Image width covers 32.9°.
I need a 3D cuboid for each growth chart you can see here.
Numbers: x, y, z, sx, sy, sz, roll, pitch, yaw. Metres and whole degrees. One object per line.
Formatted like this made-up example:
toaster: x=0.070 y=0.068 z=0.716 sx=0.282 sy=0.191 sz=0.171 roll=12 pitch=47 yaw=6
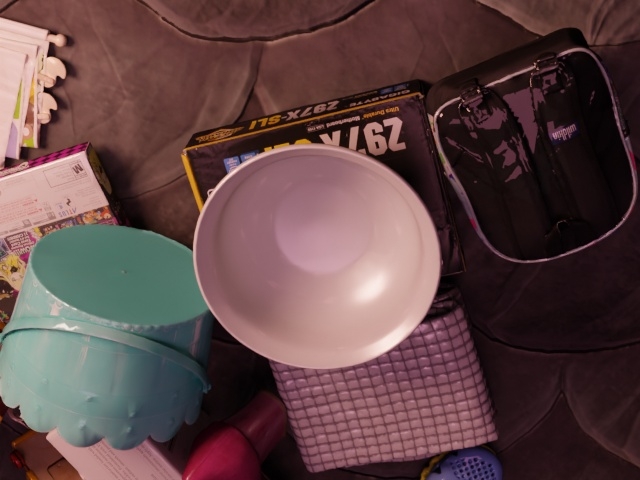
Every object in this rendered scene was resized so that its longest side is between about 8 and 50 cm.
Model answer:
growth chart: x=-0.434 y=-0.188 z=1.429 sx=0.172 sy=0.021 sz=0.237 roll=22 pitch=114 yaw=-7

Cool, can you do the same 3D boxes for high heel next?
high heel: x=-0.131 y=0.385 z=1.545 sx=0.127 sy=0.181 sz=0.377 roll=25 pitch=135 yaw=29

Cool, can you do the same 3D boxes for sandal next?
sandal: x=0.172 y=0.444 z=1.586 sx=0.126 sy=0.138 sz=0.317 roll=29 pitch=92 yaw=-8

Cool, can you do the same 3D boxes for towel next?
towel: x=0.087 y=0.194 z=1.516 sx=0.284 sy=0.121 sz=0.235 roll=-13 pitch=117 yaw=11

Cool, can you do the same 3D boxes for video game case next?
video game case: x=-0.379 y=-0.008 z=1.487 sx=0.232 sy=0.042 sz=0.210 roll=-17 pitch=117 yaw=11

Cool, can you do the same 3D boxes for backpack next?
backpack: x=0.262 y=-0.109 z=1.325 sx=0.225 sy=0.191 sz=0.253 roll=-23 pitch=108 yaw=10

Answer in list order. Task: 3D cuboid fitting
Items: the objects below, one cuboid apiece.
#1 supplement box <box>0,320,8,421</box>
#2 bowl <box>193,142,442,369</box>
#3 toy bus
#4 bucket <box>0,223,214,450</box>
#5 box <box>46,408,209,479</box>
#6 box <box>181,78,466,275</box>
supplement box: x=-0.531 y=0.217 z=1.522 sx=0.191 sy=0.194 sz=0.129 roll=-38 pitch=107 yaw=18
bowl: x=0.000 y=0.000 z=1.341 sx=0.298 sy=0.134 sz=0.298 roll=2 pitch=115 yaw=4
toy bus: x=-0.392 y=0.354 z=1.620 sx=0.191 sy=0.202 sz=0.104 roll=11 pitch=145 yaw=-8
bucket: x=-0.266 y=0.115 z=1.385 sx=0.281 sy=0.281 sz=0.183 roll=15 pitch=117 yaw=-3
box: x=-0.267 y=0.265 z=1.534 sx=0.119 sy=0.182 sz=0.181 roll=-33 pitch=109 yaw=15
box: x=0.009 y=-0.050 z=1.433 sx=0.322 sy=0.079 sz=0.257 roll=-12 pitch=111 yaw=9
